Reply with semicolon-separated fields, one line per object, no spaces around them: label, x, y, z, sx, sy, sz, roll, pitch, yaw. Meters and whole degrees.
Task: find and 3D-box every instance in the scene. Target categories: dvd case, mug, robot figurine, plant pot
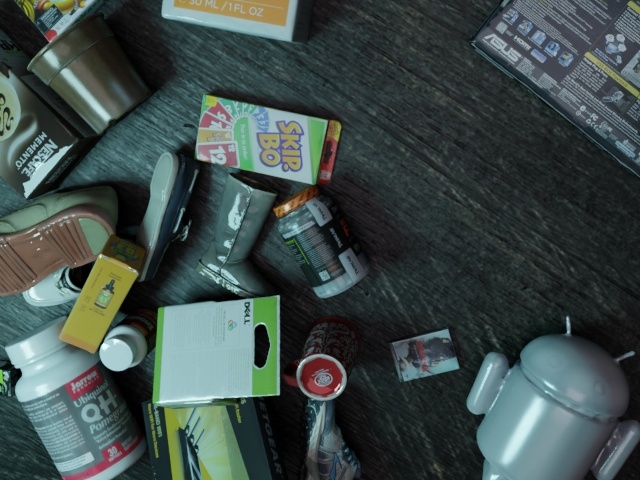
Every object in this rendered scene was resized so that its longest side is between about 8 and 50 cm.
dvd case;0.202;0.223;1.425;0.120;0.013;0.087;-15;101;12
mug;0.005;0.237;1.375;0.113;0.169;0.150;33;105;-1
robot figurine;0.416;0.315;1.320;0.300;0.200;0.353;27;106;5
plant pot;-0.403;-0.293;1.319;0.167;0.167;0.165;-35;105;14

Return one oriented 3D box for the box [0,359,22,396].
box;-0.679;0.291;1.547;0.083;0.052;0.062;4;103;8

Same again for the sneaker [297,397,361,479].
sneaker;0.020;0.427;1.470;0.122;0.110;0.282;1;107;-10

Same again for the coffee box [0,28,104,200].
coffee box;-0.581;-0.242;1.369;0.297;0.119;0.168;45;104;-4

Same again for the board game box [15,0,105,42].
board game box;-0.436;-0.528;1.313;0.305;0.053;0.193;-39;95;15

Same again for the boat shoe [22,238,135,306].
boat shoe;-0.483;0.073;1.447;0.268;0.088;0.096;-15;101;11

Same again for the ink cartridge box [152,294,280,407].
ink cartridge box;-0.177;0.213;1.372;0.255;0.097;0.188;-7;70;19

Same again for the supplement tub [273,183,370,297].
supplement tub;0.000;0.000;1.346;0.117;0.117;0.190;-29;99;14

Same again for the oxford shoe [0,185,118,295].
oxford shoe;-0.565;-0.001;1.421;0.397;0.146;0.140;-14;127;9

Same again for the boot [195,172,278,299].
boot;-0.129;-0.002;1.395;0.190;0.076;0.208;27;99;-1

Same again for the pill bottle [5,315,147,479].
pill bottle;-0.494;0.320;1.463;0.176;0.176;0.318;-23;100;13

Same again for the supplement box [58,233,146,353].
supplement box;-0.406;0.102;1.362;0.078;0.080;0.233;28;123;-14

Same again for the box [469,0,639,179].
box;0.497;-0.333;1.206;0.395;0.097;0.318;37;107;-2

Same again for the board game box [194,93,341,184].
board game box;-0.099;-0.186;1.360;0.260;0.039;0.124;12;106;2

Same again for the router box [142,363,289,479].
router box;-0.201;0.416;1.405;0.243;0.081;0.308;-26;58;12

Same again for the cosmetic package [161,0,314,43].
cosmetic package;-0.103;-0.572;1.200;0.230;0.161;0.452;11;104;5

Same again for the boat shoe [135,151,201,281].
boat shoe;-0.292;-0.040;1.389;0.079;0.095;0.254;12;94;-37

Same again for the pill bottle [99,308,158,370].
pill bottle;-0.368;0.195;1.427;0.086;0.152;0.086;2;104;7
